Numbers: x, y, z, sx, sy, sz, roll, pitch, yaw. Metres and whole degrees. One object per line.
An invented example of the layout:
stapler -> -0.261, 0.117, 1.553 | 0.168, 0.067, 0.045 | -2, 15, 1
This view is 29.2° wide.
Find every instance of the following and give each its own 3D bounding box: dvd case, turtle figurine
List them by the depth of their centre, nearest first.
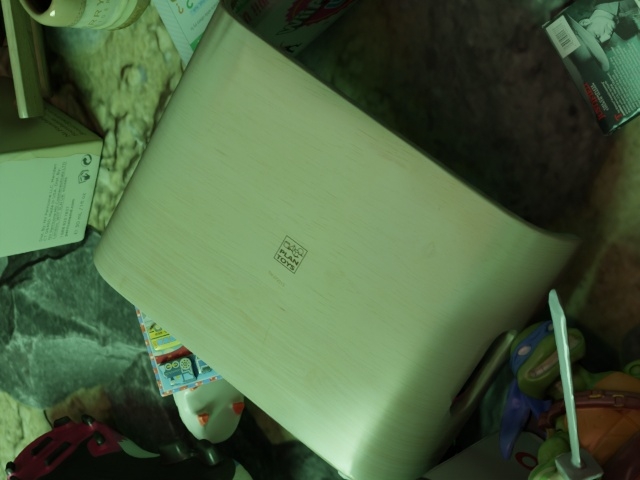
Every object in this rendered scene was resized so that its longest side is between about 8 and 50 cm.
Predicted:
turtle figurine -> 0.225, 0.125, 0.699 | 0.266, 0.198, 0.274 | 49, 129, 15
dvd case -> 0.206, -0.133, 0.775 | 0.119, 0.013, 0.087 | -36, 76, 37

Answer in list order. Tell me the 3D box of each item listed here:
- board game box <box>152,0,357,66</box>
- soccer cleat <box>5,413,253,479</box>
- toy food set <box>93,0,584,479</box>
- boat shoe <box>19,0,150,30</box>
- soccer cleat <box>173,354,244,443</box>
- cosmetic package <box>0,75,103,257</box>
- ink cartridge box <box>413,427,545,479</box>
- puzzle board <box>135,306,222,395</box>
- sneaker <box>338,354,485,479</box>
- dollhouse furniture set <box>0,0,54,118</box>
board game box -> -0.064, -0.304, 0.907 | 0.224, 0.097, 0.303 | -35, 76, 40
soccer cleat -> -0.166, 0.247, 1.102 | 0.331, 0.116, 0.143 | -1, 126, 49
toy food set -> 0.000, 0.000, 0.855 | 0.306, 0.092, 0.219 | 37, 113, 14
boat shoe -> -0.258, -0.335, 1.050 | 0.122, 0.110, 0.341 | -38, 76, 38
soccer cleat -> -0.115, 0.077, 1.058 | 0.076, 0.068, 0.196 | -16, 88, 56
cosmetic package -> -0.362, -0.055, 1.065 | 0.160, 0.309, 0.113 | 31, 117, 30
ink cartridge box -> 0.101, 0.268, 0.757 | 0.223, 0.307, 0.129 | 38, 123, 27
puzzle board -> -0.083, 0.063, 1.006 | 0.128, 0.011, 0.096 | -17, 88, 0
sneaker -> 0.082, 0.139, 0.907 | 0.075, 0.063, 0.170 | 43, 122, 16
dollhouse furniture set -> -0.329, -0.165, 1.125 | 0.151, 0.144, 0.123 | -8, 96, 4
